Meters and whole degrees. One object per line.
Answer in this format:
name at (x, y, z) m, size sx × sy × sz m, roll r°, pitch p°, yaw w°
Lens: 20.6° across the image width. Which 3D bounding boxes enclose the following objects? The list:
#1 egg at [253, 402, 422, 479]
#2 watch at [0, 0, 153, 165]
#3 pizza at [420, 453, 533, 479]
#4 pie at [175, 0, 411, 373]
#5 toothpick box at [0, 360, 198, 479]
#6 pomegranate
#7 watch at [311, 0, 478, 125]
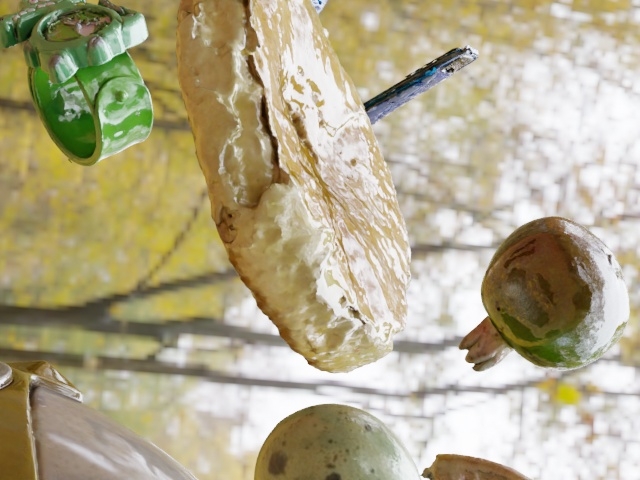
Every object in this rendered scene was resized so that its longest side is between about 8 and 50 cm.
egg at (0.029, 0.286, 1.945) m, size 0.228 × 0.177 × 0.177 m, roll 50°, pitch -38°, yaw 10°
watch at (-0.241, -0.165, 1.803) m, size 0.165 × 0.131 × 0.152 m, roll 27°, pitch -43°, yaw 41°
pizza at (0.179, 0.340, 2.026) m, size 0.052 × 0.185 × 0.195 m, roll 80°, pitch 33°, yaw -58°
pie at (-0.015, -0.058, 1.306) m, size 0.339 × 0.083 × 0.340 m, roll -17°, pitch 90°, yaw -77°
toothpick box at (-0.292, 0.297, 1.440) m, size 0.409 × 0.425 × 0.409 m, roll -60°, pitch 175°, yaw -10°
pomegranate at (0.248, 0.076, 2.013) m, size 0.209 × 0.180 × 0.180 m, roll -39°, pitch -138°, yaw 21°
watch at (0.022, -0.246, 1.996) m, size 0.274 × 0.068 × 0.276 m, roll -34°, pitch -122°, yaw 27°
